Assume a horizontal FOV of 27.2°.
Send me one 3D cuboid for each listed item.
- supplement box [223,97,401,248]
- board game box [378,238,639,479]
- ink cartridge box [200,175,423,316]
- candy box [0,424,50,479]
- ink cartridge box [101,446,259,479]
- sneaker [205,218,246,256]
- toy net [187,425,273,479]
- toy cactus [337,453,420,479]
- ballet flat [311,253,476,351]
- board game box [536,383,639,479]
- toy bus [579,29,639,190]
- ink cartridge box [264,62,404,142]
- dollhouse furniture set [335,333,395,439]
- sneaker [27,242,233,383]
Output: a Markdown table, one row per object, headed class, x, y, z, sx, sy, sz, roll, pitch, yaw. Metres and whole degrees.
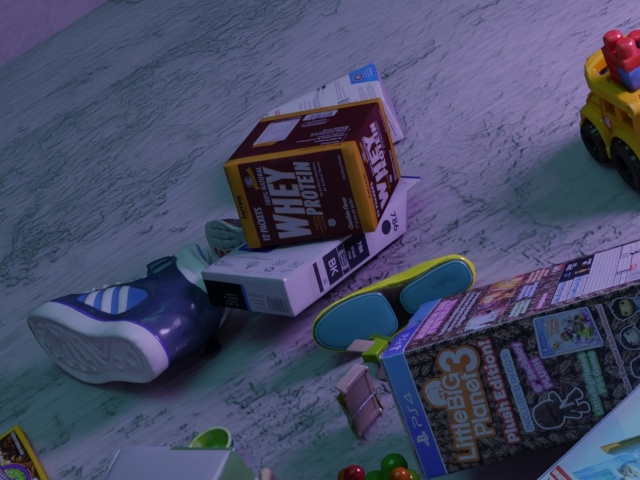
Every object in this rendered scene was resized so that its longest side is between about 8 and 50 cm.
| class | x | y | z | sx | sy | sz | roll | pitch | yaw |
| --- | --- | --- | --- | --- | --- | --- | --- | --- | --- |
| supplement box | -0.007 | -0.097 | 1.870 | 0.191 | 0.129 | 0.194 | -8 | 23 | 19 |
| board game box | 0.241 | 0.120 | 1.414 | 0.291 | 0.141 | 0.232 | -18 | 6 | 19 |
| ink cartridge box | 0.000 | 0.000 | 1.891 | 0.165 | 0.065 | 0.333 | 4 | 30 | 43 |
| candy box | -0.433 | 0.340 | 1.835 | 0.105 | 0.027 | 0.206 | -39 | 32 | -9 |
| ink cartridge box | -0.119 | 0.322 | 1.425 | 0.160 | 0.219 | 0.092 | -6 | 41 | 34 |
| sneaker | -0.113 | -0.009 | 2.066 | 0.158 | 0.061 | 0.065 | 5 | 18 | 41 |
| toy net | -0.105 | 0.310 | 1.595 | 0.122 | 0.045 | 0.232 | -42 | 34 | -20 |
| toy cactus | 0.057 | 0.310 | 1.366 | 0.112 | 0.219 | 0.180 | 2 | 79 | 13 |
| ballet flat | 0.097 | 0.081 | 1.748 | 0.231 | 0.077 | 0.077 | -25 | 10 | 2 |
| board game box | 0.385 | 0.238 | 1.142 | 0.318 | 0.066 | 0.318 | -43 | 51 | 0 |
| toy bus | 0.417 | -0.198 | 1.745 | 0.149 | 0.211 | 0.220 | -33 | 30 | -3 |
| ink cartridge box | 0.020 | -0.188 | 2.167 | 0.203 | 0.086 | 0.148 | -24 | 31 | 10 |
| dollhouse furniture set | 0.052 | 0.171 | 1.641 | 0.059 | 0.076 | 0.152 | 3 | 33 | 38 |
| sneaker | -0.263 | 0.098 | 1.967 | 0.323 | 0.130 | 0.236 | 3 | 36 | 47 |
